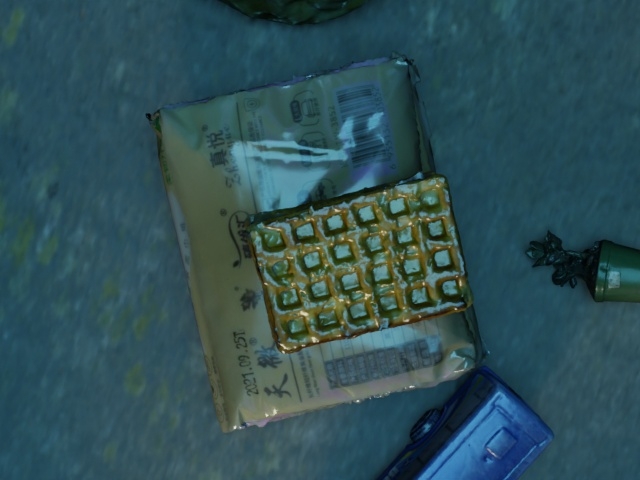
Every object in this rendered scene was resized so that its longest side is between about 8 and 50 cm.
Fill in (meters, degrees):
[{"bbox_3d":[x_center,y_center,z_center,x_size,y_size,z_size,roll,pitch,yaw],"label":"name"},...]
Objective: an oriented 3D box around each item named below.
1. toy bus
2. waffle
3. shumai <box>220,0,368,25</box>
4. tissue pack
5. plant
[{"bbox_3d":[0.074,0.205,1.111,0.079,0.094,0.236,42,88,0],"label":"toy bus"},{"bbox_3d":[0.027,0.014,1.020,0.148,0.042,0.102,-14,98,3],"label":"waffle"},{"bbox_3d":[-0.038,-0.289,1.068,0.256,0.218,0.189,34,79,-1],"label":"shumai"},{"bbox_3d":[0.000,0.000,1.102,0.215,0.123,0.256,-13,88,3],"label":"tissue pack"},{"bbox_3d":[0.212,0.023,1.145,0.102,0.051,0.051,10,88,12],"label":"plant"}]
